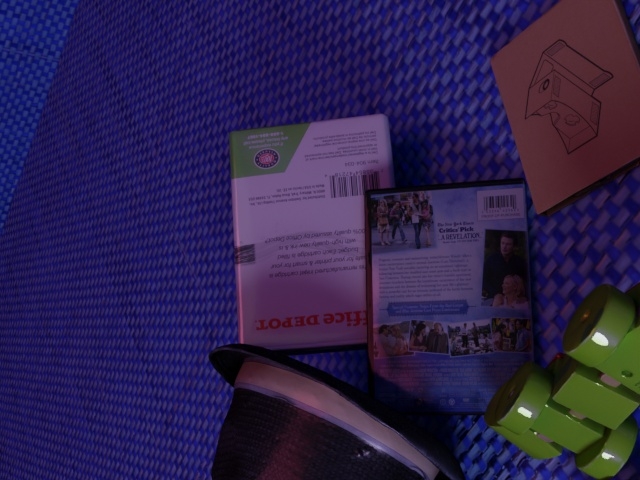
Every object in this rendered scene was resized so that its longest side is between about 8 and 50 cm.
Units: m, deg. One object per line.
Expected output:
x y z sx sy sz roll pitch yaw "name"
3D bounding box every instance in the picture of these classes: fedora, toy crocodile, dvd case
-0.013 0.248 0.963 0.334 0.334 0.153 0 54 54 "fedora"
0.245 0.110 0.747 0.105 0.115 0.341 -61 -2 -37 "toy crocodile"
0.138 0.062 0.955 0.180 0.022 0.253 -3 81 17 "dvd case"

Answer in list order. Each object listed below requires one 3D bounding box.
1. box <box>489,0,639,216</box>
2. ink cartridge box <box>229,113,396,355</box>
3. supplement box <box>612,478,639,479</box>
0.260 -0.147 0.902 0.164 0.021 0.201 -36 58 46 "box"
0.000 0.000 1.074 0.115 0.198 0.273 60 -155 -75 "ink cartridge box"
0.315 0.304 0.717 0.233 0.080 0.078 50 123 43 "supplement box"
